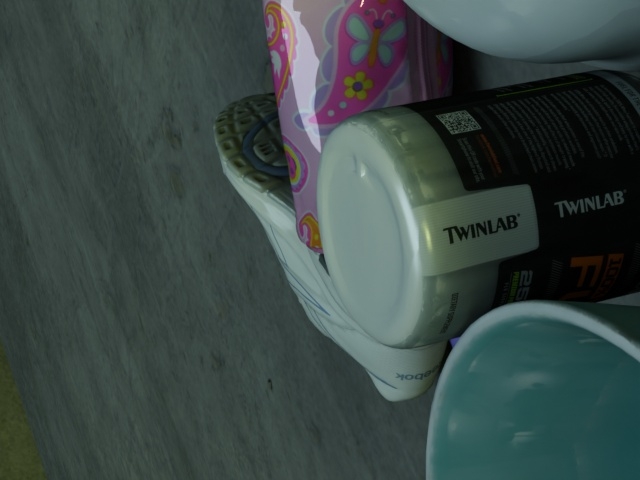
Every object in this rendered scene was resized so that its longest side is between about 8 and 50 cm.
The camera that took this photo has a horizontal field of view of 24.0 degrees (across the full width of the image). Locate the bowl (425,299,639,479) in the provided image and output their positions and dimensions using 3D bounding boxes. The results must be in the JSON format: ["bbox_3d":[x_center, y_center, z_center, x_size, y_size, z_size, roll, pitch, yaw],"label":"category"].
[{"bbox_3d":[0.193,0.160,0.672,0.311,0.163,0.311,43,140,53],"label":"bowl"}]

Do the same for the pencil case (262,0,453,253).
[{"bbox_3d":[0.028,-0.134,0.955,0.124,0.124,0.284,23,121,62],"label":"pencil case"}]

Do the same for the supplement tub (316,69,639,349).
[{"bbox_3d":[0.104,-0.020,0.746,0.117,0.190,0.117,168,90,-68],"label":"supplement tub"}]

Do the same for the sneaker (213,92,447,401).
[{"bbox_3d":[0.000,0.000,1.111,0.129,0.111,0.297,93,154,-45],"label":"sneaker"}]

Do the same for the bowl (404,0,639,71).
[{"bbox_3d":[0.081,-0.207,0.727,0.298,0.134,0.297,42,143,42],"label":"bowl"}]

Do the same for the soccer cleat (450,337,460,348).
[{"bbox_3d":[0.128,0.120,0.886,0.248,0.095,0.083,57,150,39],"label":"soccer cleat"}]
